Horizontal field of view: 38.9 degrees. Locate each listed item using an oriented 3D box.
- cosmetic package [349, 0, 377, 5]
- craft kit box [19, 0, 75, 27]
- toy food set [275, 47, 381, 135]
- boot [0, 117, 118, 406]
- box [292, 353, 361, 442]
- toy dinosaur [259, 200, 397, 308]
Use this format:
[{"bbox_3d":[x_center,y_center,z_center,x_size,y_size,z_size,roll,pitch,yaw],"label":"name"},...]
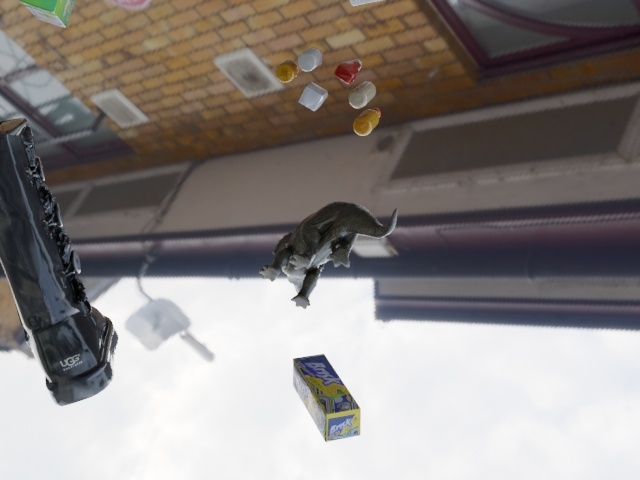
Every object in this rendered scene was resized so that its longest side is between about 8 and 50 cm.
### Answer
[{"bbox_3d":[0.140,-0.524,1.704,0.127,0.107,0.238,-40,-153,-17],"label":"cosmetic package"},{"bbox_3d":[-0.374,-0.452,1.348,0.246,0.061,0.249,-138,-113,-78],"label":"craft kit box"},{"bbox_3d":[0.031,-0.324,1.876,0.111,0.232,0.104,-61,175,30],"label":"toy food set"},{"bbox_3d":[-0.484,0.012,1.531,0.146,0.445,0.367,-25,-162,-16],"label":"boot"},{"bbox_3d":[0.007,0.245,1.434,0.059,0.054,0.169,-7,-155,-18],"label":"box"},{"bbox_3d":[0.000,0.000,1.400,0.313,0.121,0.160,-47,-164,42],"label":"toy dinosaur"}]
